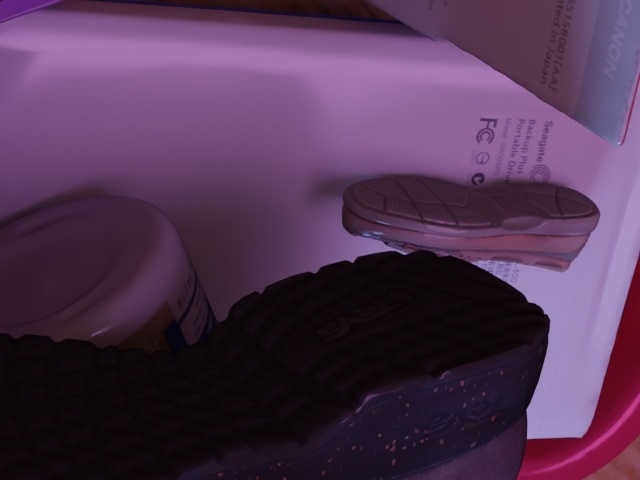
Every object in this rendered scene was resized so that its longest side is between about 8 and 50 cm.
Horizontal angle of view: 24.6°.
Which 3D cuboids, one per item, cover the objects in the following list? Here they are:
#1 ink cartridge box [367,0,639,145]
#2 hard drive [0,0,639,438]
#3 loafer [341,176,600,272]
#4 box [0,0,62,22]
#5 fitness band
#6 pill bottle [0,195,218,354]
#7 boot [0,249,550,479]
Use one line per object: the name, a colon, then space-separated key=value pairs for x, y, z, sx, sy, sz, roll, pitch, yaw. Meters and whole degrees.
ink cartridge box: x=0.085 y=-0.204 z=0.538 sx=0.060 sy=0.239 sz=0.275 roll=-6 pitch=119 yaw=-30
hard drive: x=0.000 y=0.000 z=0.684 sx=0.319 sy=0.040 sz=0.210 roll=1 pitch=115 yaw=-20
loafer: x=0.066 y=-0.002 z=0.657 sx=0.125 sy=0.045 sz=0.039 roll=1 pitch=122 yaw=-23
box: x=-0.241 y=-0.132 z=0.484 sx=0.293 sy=0.057 sz=0.200 roll=-24 pitch=125 yaw=-20
fitness band: x=0.133 y=0.021 z=0.827 sx=0.209 sy=0.054 sz=0.290 roll=-11 pitch=122 yaw=-31
pill bottle: x=-0.080 y=0.086 z=0.610 sx=0.112 sy=0.112 sz=0.186 roll=-31 pitch=123 yaw=-15
boot: x=-0.064 y=0.143 z=0.508 sx=0.338 sy=0.118 sz=0.222 roll=-9 pitch=119 yaw=-25
